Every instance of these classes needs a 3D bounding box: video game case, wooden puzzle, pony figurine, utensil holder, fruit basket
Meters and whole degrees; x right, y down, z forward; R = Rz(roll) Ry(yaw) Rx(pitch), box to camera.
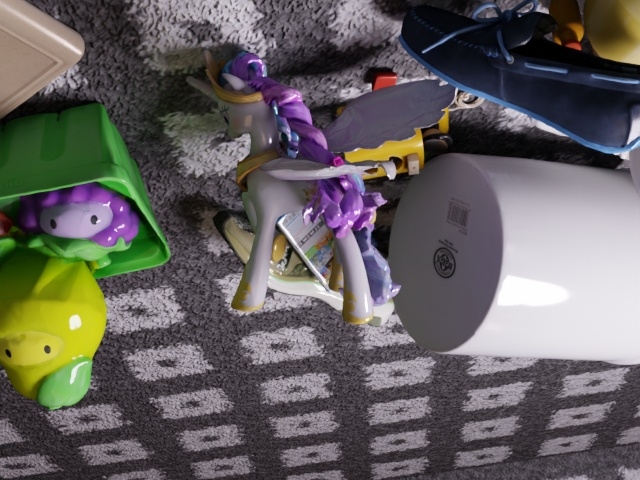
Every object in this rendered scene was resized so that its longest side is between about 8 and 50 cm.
[{"bbox_3d":[0.011,-0.012,1.612,0.119,0.015,0.166,-45,121,-14],"label":"video game case"},{"bbox_3d":[-0.451,-0.234,1.233,0.239,0.044,0.221,-31,142,27],"label":"wooden puzzle"},{"bbox_3d":[-0.005,-0.077,1.307,0.351,0.303,0.363,4,117,30],"label":"pony figurine"},{"bbox_3d":[0.345,0.033,1.566,0.386,0.327,0.327,3,148,-28],"label":"utensil holder"},{"bbox_3d":[-0.404,0.034,1.376,0.392,0.391,0.283,-11,150,4],"label":"fruit basket"}]

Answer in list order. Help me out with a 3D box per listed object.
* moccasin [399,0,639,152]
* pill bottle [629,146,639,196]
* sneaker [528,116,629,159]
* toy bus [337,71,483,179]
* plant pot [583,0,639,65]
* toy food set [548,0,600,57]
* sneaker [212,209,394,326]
[{"bbox_3d":[0.260,-0.230,1.217,0.342,0.138,0.116,27,130,20],"label":"moccasin"},{"bbox_3d":[0.615,-0.119,1.330,0.361,0.204,0.204,-2,150,-27],"label":"pill bottle"},{"bbox_3d":[0.456,-0.168,1.485,0.290,0.123,0.106,1,150,-12],"label":"sneaker"},{"bbox_3d":[0.121,-0.148,1.452,0.191,0.104,0.202,15,143,-35],"label":"toy bus"},{"bbox_3d":[0.423,-0.306,1.148,0.254,0.253,0.239,-3,165,-9],"label":"plant pot"},{"bbox_3d":[0.380,-0.214,1.335,0.111,0.104,0.232,-11,133,17],"label":"toy food set"},{"bbox_3d":[0.000,0.000,1.692,0.410,0.158,0.182,22,107,-39],"label":"sneaker"}]
